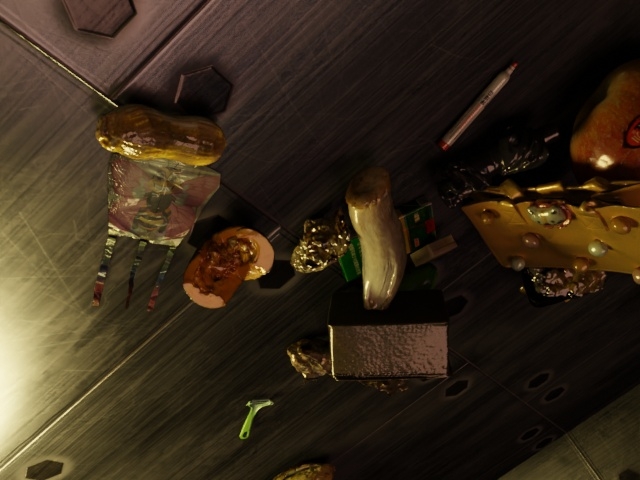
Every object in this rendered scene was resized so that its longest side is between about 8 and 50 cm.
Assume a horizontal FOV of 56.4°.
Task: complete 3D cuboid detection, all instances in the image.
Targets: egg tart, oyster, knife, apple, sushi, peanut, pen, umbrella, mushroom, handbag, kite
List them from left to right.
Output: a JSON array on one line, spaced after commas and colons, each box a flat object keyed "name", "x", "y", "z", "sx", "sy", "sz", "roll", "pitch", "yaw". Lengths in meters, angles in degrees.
[{"name": "kite", "x": -0.326, "y": -0.011, "z": 1.107, "sx": 0.204, "sy": 0.022, "sz": 0.360, "roll": 9, "pitch": 122, "yaw": -34}, {"name": "peanut", "x": -0.249, "y": -0.167, "z": 0.950, "sx": 0.206, "sy": 0.087, "sz": 0.087, "roll": 2, "pitch": 129, "yaw": -33}, {"name": "knife", "x": -0.188, "y": 0.494, "z": 1.662, "sx": 0.078, "sy": 0.023, "sz": 0.166, "roll": 8, "pitch": 125, "yaw": -25}, {"name": "egg tart", "x": -0.082, "y": 0.819, "z": 1.970, "sx": 0.297, "sy": 0.132, "sz": 0.297, "roll": -28, "pitch": 143, "yaw": -23}, {"name": "oyster", "x": -0.004, "y": 0.006, "z": 1.236, "sx": 0.056, "sy": 0.105, "sz": 0.177, "roll": 5, "pitch": 153, "yaw": -43}, {"name": "oyster", "x": 0.064, "y": 0.321, "z": 1.556, "sx": 0.337, "sy": 0.197, "sz": 0.133, "roll": 10, "pitch": 81, "yaw": -23}, {"name": "mushroom", "x": 0.117, "y": 0.005, "z": 1.248, "sx": 0.122, "sy": 0.095, "sz": 0.351, "roll": -38, "pitch": 136, "yaw": -28}, {"name": "pen", "x": 0.314, "y": -0.267, "z": 1.192, "sx": 0.026, "sy": 0.026, "sz": 0.218, "roll": 22, "pitch": 118, "yaw": -40}, {"name": "umbrella", "x": 0.365, "y": -0.169, "z": 1.246, "sx": 0.272, "sy": 0.122, "sz": 0.110, "roll": -29, "pitch": 116, "yaw": 13}, {"name": "sushi", "x": 0.630, "y": 0.079, "z": 1.586, "sx": 0.200, "sy": 0.204, "sz": 0.213, "roll": 1, "pitch": 95, "yaw": 4}, {"name": "handbag", "x": 0.527, "y": -0.027, "z": 1.290, "sx": 0.283, "sy": 0.401, "sz": 0.133, "roll": 43, "pitch": 64, "yaw": -39}, {"name": "apple", "x": 0.654, "y": -0.234, "z": 1.235, "sx": 0.309, "sy": 0.277, "sz": 0.250, "roll": -40, "pitch": 104, "yaw": 4}]

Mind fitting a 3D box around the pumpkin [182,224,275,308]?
[{"name": "pumpkin", "x": -0.178, "y": 0.039, "z": 1.164, "sx": 0.183, "sy": 0.108, "sz": 0.119, "roll": -34, "pitch": 107, "yaw": 3}]

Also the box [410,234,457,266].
[{"name": "box", "x": 0.267, "y": 0.024, "z": 1.404, "sx": 0.083, "sy": 0.035, "sz": 0.079, "roll": -20, "pitch": 170, "yaw": -33}]

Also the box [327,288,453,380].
[{"name": "box", "x": 0.158, "y": 0.214, "z": 1.373, "sx": 0.273, "sy": 0.184, "sz": 0.143, "roll": -2, "pitch": 110, "yaw": 4}]

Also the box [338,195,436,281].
[{"name": "box", "x": 0.148, "y": -0.002, "z": 1.353, "sx": 0.235, "sy": 0.034, "sz": 0.132, "roll": -25, "pitch": 137, "yaw": -4}]

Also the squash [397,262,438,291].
[{"name": "squash", "x": 0.181, "y": 0.163, "z": 1.496, "sx": 0.292, "sy": 0.082, "sz": 0.082, "roll": -41, "pitch": 136, "yaw": 13}]
